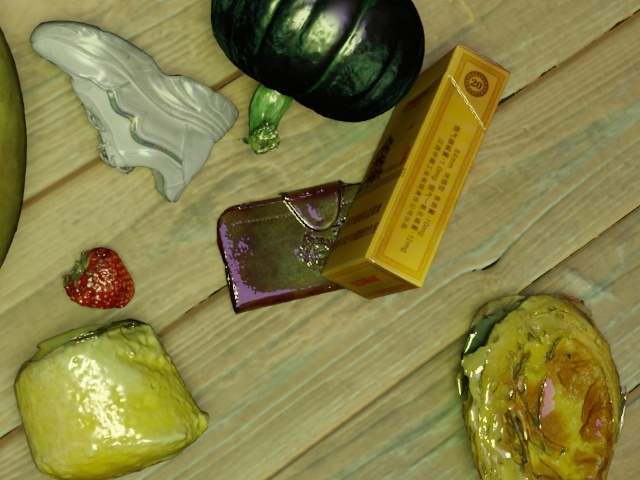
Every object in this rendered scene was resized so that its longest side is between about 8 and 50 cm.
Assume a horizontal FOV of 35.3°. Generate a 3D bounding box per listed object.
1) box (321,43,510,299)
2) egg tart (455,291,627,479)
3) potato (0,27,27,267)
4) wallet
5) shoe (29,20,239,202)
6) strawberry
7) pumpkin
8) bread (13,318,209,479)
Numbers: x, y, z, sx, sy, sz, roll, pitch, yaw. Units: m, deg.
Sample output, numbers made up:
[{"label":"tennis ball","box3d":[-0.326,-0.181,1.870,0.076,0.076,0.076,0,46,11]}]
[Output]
[{"label":"box","box3d":[0.108,-0.073,1.169,0.076,0.174,0.274,28,75,-12]},{"label":"egg tart","box3d":[0.272,0.209,1.304,0.297,0.132,0.297,3,84,-30]},{"label":"potato","box3d":[-0.426,-0.084,0.918,0.319,0.385,0.442,2,104,-30]},{"label":"wallet","box3d":[0.000,0.000,1.238,0.255,0.031,0.137,-12,93,-19]},{"label":"shoe","box3d":[-0.222,-0.146,1.124,0.245,0.095,0.138,28,83,-24]},{"label":"strawberry","box3d":[-0.246,0.048,1.147,0.083,0.073,0.073,35,83,-30]},{"label":"pumpkin","box3d":[-0.020,-0.209,1.114,0.248,0.248,0.248,-1,95,-18]},{"label":"bread","box3d":[-0.231,0.177,1.104,0.197,0.197,0.171,-20,93,-16]}]
